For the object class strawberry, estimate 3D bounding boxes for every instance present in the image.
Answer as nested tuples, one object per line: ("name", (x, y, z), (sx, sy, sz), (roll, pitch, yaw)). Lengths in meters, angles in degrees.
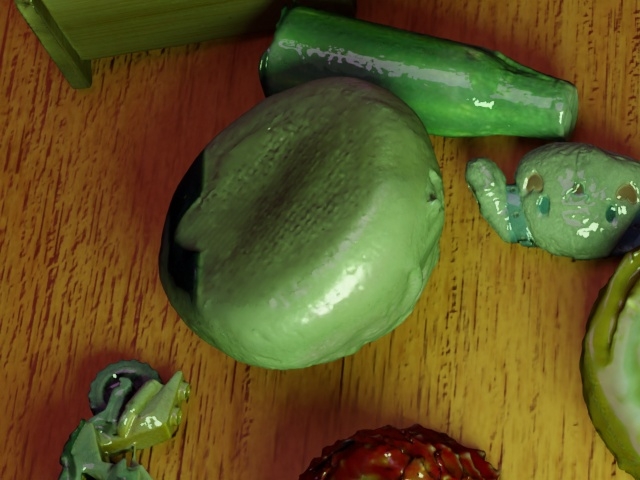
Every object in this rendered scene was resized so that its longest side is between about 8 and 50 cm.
("strawberry", (0.038, 0.227, 1.428), (0.234, 0.178, 0.234), (-8, 58, 13))

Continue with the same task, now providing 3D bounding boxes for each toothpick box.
("toothpick box", (-0.131, -0.290, 1.715), (0.308, 0.187, 0.190), (-9, 63, 10))

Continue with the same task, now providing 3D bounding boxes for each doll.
("doll", (0.231, -0.034, 1.541), (0.214, 0.071, 0.104), (8, 91, 13))

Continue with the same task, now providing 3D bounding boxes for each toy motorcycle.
("toy motorcycle", (-0.168, 0.212, 1.552), (0.129, 0.094, 0.229), (7, 56, 15))

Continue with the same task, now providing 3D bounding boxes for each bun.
("bun", (0.000, 0.000, 1.550), (0.283, 0.179, 0.283), (-21, 46, 23))

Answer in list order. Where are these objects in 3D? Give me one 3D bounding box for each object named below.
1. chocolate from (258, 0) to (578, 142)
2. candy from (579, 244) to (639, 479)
("chocolate", (0.095, -0.145, 1.621), (0.291, 0.110, 0.110), (14, 71, 20))
("candy", (0.338, 0.101, 1.419), (0.260, 0.118, 0.260), (-7, 67, 16))
